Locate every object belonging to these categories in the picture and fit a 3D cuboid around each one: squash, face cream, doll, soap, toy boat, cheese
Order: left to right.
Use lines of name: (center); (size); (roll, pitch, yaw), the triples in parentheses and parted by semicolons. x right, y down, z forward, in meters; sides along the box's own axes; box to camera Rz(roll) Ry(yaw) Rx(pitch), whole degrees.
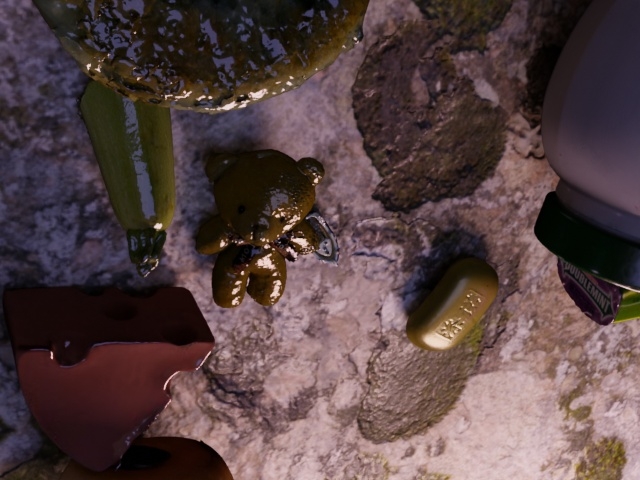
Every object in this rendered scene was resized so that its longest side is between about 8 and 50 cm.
cheese: (-0.248, 0.119, 1.040); (0.177, 0.128, 0.203); (33, 104, -37)
squash: (-0.184, -0.065, 0.990); (0.090, 0.075, 0.200); (-14, 104, -39)
doll: (-0.066, -0.001, 1.071); (0.137, 0.097, 0.209); (2, 126, -6)
toy boat: (0.000, 0.000, 1.140); (0.038, 0.038, 0.083); (-36, 127, -1)
soap: (0.169, 0.084, 1.267); (0.089, 0.045, 0.140); (27, 106, -39)
face cream: (0.397, -0.135, 1.117); (0.313, 0.219, 0.356); (9, 111, -20)

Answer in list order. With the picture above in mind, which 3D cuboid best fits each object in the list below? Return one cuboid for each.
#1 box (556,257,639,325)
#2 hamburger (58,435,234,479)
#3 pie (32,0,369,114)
box: (0.500, 0.026, 1.330); (0.346, 0.134, 0.097); (-10, 127, -20)
hamburger: (-0.198, 0.309, 1.136); (0.237, 0.237, 0.147); (-5, 99, -23)
pie: (-0.101, -0.259, 0.876); (0.371, 0.078, 0.296); (-7, 111, -24)
